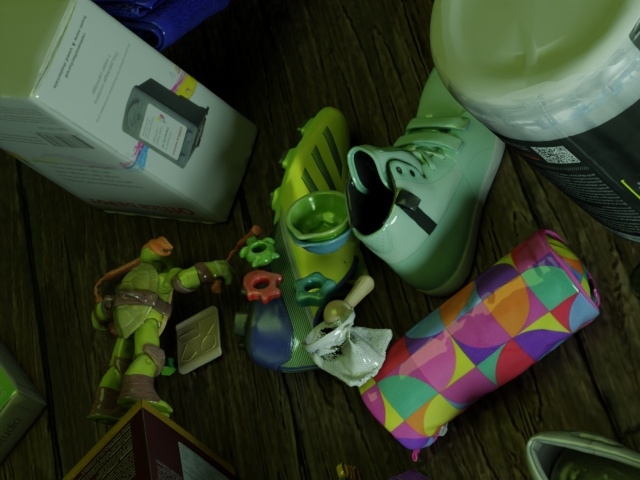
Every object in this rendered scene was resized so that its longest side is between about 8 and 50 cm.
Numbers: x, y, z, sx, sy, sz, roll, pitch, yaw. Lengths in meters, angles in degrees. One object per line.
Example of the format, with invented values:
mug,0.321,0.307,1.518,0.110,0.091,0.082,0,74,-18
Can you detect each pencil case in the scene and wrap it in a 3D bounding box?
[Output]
pencil case,0.142,0.092,1.419,0.236,0.104,0.104,-40,49,18

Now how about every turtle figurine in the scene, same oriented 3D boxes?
turtle figurine,-0.178,0.080,1.661,0.269,0.087,0.217,-16,54,39

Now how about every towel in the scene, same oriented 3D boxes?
towel,-0.158,-0.319,1.780,0.228,0.076,0.308,12,41,40

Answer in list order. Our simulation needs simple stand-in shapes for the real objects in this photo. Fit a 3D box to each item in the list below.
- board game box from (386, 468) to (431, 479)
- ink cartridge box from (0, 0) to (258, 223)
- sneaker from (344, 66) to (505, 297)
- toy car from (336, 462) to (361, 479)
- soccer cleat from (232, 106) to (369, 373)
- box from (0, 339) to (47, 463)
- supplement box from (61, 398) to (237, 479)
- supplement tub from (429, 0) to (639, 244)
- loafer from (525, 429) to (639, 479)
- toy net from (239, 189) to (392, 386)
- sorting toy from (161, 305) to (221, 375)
board game box,0.115,0.307,1.263,0.347,0.208,0.056,27,120,43
ink cartridge box,-0.252,-0.142,1.706,0.226,0.306,0.131,8,72,40
sneaker,0.097,-0.090,1.509,0.094,0.151,0.256,-9,61,37
toy car,0.005,0.267,1.470,0.060,0.040,0.122,-18,58,30
soccer cleat,0.000,0.001,1.602,0.121,0.093,0.289,11,67,10
box,-0.475,0.185,1.885,0.232,0.058,0.322,-51,45,5
supplement box,-0.179,0.294,1.494,0.191,0.129,0.194,-46,22,10
supplement tub,0.255,-0.122,1.271,0.207,0.338,0.207,-19,57,31
loafer,0.281,0.243,1.214,0.319,0.111,0.112,29,87,44
toy net,-0.007,0.046,1.461,0.122,0.045,0.232,-15,40,-3
sorting toy,-0.139,0.112,1.685,0.083,0.012,0.062,-29,50,24
